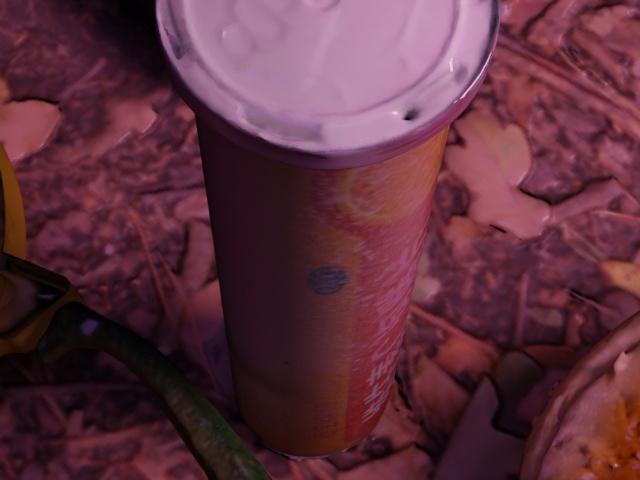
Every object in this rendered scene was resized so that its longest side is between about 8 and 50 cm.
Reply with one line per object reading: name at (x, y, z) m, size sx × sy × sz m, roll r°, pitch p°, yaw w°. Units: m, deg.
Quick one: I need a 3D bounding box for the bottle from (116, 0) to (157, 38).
bottle at (-0.122, -0.195, 0.924) m, size 0.244 × 0.072 × 0.082 m, roll 43°, pitch 37°, yaw 15°

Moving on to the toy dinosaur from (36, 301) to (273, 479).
toy dinosaur at (0.074, 0.147, 0.664) m, size 0.447 × 0.087 × 0.301 m, roll -8°, pitch 67°, yaw 14°

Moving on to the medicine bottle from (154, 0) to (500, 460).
medicine bottle at (0.000, 0.000, 0.653) m, size 0.108 × 0.426 × 0.108 m, roll 0°, pitch 69°, yaw -1°

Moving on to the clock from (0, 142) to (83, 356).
clock at (-0.293, 0.023, 0.831) m, size 0.277 × 0.071 × 0.293 m, roll -37°, pitch 65°, yaw -4°

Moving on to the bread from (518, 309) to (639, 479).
bread at (0.247, 0.146, 0.718) m, size 0.305 × 0.159 × 0.305 m, roll -10°, pitch 66°, yaw 22°
